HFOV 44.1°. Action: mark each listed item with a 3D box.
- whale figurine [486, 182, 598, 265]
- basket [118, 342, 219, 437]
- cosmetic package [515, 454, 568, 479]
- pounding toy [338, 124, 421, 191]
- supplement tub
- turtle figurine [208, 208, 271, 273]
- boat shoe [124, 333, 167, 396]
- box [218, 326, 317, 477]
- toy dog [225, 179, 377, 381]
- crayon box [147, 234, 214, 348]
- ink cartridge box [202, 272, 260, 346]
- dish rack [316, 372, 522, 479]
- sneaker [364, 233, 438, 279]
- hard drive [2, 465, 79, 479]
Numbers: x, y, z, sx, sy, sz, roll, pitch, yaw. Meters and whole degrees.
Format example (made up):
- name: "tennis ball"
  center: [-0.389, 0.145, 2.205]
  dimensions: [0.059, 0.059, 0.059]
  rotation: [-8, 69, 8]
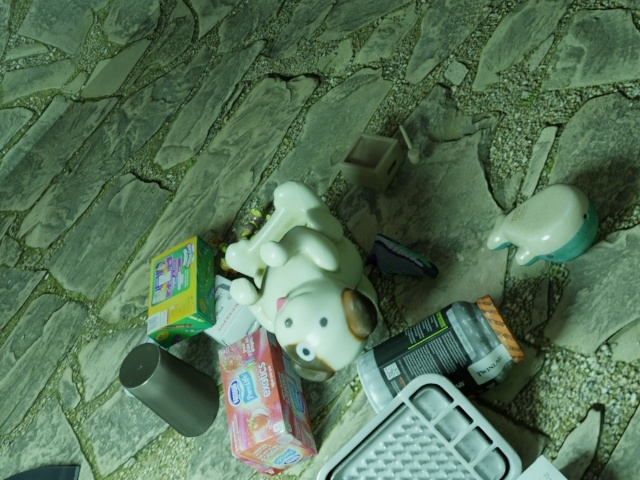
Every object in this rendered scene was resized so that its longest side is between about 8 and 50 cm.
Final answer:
- name: "whale figurine"
  center: [0.501, -0.022, 1.774]
  dimensions: [0.272, 0.141, 0.216]
  rotation: [-17, 41, 58]
- name: "basket"
  center: [-0.386, 0.364, 1.990]
  dimensions: [0.154, 0.227, 0.204]
  rotation: [-38, 42, 3]
- name: "cosmetic package"
  center: [0.408, 0.596, 1.325]
  dimensions: [0.284, 0.097, 0.377]
  rotation: [-43, 43, 0]
- name: "pounding toy"
  center: [0.190, -0.227, 2.179]
  dimensions: [0.206, 0.094, 0.181]
  rotation: [17, 61, 33]
- name: "supplement tub"
  center: [0.252, 0.254, 1.649]
  dimensions: [0.316, 0.193, 0.193]
  rotation: [-31, 43, 11]
- name: "turtle figurine"
  center: [-0.213, 0.019, 2.258]
  dimensions: [0.217, 0.087, 0.270]
  rotation: [-49, 34, -17]
- name: "boat shoe"
  center: [-0.489, 0.341, 2.205]
  dimensions: [0.076, 0.083, 0.226]
  rotation: [-15, 36, 41]
- name: "box"
  center: [-0.126, 0.376, 1.851]
  dimensions: [0.142, 0.154, 0.299]
  rotation: [-29, 45, 13]
- name: "toy dog"
  center: [-0.023, 0.130, 1.790]
  dimensions: [0.285, 0.395, 0.407]
  rotation: [-41, 30, 15]
- name: "crayon box"
  center: [-0.378, 0.136, 2.148]
  dimensions: [0.165, 0.081, 0.278]
  rotation: [-26, 44, 19]
- name: "ink cartridge box"
  center: [-0.264, 0.192, 2.146]
  dimensions: [0.218, 0.092, 0.158]
  rotation: [21, 71, 43]
- name: "dish rack"
  center: [0.186, 0.447, 1.526]
  dimensions: [0.333, 0.285, 0.072]
  rotation: [-43, 2, -3]
- name: "sneaker"
  center: [0.199, 0.067, 1.948]
  dimensions: [0.224, 0.083, 0.098]
  rotation: [35, 100, 51]
- name: "hard drive"
  center: [-0.772, 0.693, 2.118]
  dimensions: [0.255, 0.054, 0.171]
  rotation: [-17, 47, 23]
